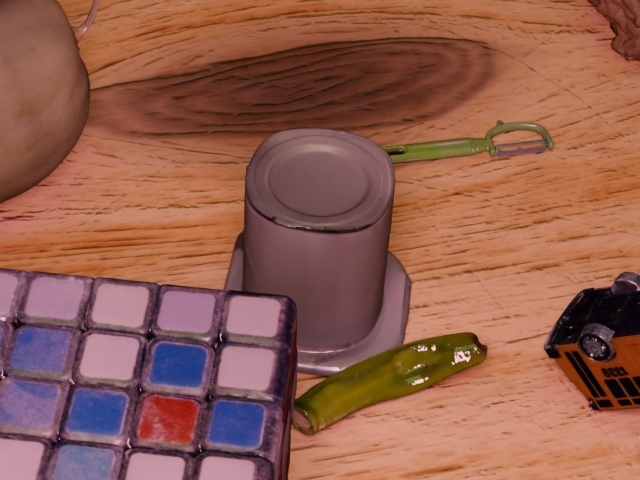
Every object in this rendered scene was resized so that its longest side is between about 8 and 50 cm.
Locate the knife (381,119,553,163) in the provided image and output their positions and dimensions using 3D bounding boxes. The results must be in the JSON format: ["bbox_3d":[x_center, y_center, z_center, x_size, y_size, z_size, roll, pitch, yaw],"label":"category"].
[{"bbox_3d":[0.145,-0.107,1.993,0.212,0.015,0.054,-8,49,-9],"label":"knife"}]

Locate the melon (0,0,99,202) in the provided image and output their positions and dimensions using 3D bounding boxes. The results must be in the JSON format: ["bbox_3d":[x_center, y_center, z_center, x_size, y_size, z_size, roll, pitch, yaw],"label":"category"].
[{"bbox_3d":[-0.377,-0.156,1.856,0.308,0.272,0.272,-1,48,-12],"label":"melon"}]

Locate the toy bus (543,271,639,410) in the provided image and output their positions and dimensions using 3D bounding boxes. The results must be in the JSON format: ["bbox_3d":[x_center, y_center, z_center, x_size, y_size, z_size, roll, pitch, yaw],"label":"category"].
[{"bbox_3d":[0.322,0.094,1.709,0.201,0.114,0.098,-12,31,47],"label":"toy bus"}]

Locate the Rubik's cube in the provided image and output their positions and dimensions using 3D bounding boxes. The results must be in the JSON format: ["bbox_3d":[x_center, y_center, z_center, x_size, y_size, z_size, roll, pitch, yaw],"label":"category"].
[{"bbox_3d":[-0.176,0.224,1.503,0.286,0.292,0.293,6,47,2],"label":"Rubik's cube"}]

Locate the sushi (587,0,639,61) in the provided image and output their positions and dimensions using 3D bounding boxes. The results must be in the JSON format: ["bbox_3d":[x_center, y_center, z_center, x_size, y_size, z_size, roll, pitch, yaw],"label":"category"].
[{"bbox_3d":[0.436,-0.273,2.035,0.171,0.211,0.350,-32,51,-22],"label":"sushi"}]

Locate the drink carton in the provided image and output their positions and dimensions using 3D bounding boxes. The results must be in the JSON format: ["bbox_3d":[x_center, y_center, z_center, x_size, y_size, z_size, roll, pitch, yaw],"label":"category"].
[{"bbox_3d":[0.000,0.000,1.782,0.191,0.190,0.185,10,43,5],"label":"drink carton"}]

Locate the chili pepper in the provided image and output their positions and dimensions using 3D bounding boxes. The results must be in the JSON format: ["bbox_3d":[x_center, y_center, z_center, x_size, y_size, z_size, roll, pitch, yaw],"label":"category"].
[{"bbox_3d":[0.061,0.133,1.753,0.201,0.050,0.052,-20,68,-16],"label":"chili pepper"}]
